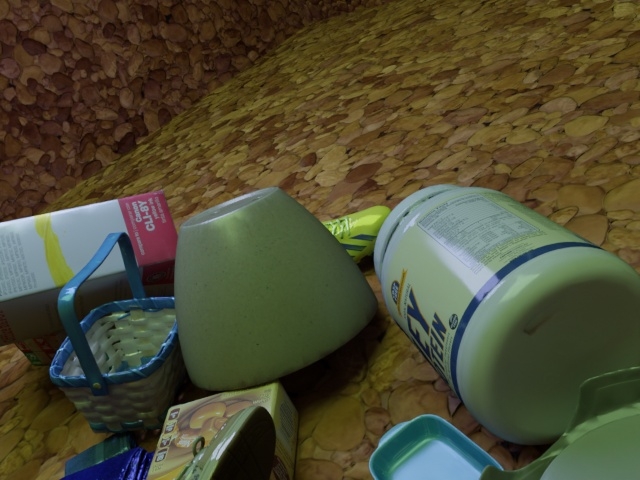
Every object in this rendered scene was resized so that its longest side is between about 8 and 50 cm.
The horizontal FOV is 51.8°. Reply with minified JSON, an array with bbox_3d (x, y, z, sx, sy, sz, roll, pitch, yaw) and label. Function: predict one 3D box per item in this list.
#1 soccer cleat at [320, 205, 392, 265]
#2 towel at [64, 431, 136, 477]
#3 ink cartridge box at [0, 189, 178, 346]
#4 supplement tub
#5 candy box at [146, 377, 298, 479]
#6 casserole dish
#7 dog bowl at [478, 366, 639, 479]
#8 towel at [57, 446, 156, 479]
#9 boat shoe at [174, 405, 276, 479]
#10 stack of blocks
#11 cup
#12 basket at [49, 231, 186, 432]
[{"bbox_3d":[0.000,0.001,1.241,0.289,0.121,0.093,-26,34,22],"label":"soccer cleat"},{"bbox_3d":[-0.358,0.358,1.077,0.120,0.029,0.067,-28,25,-4],"label":"towel"},{"bbox_3d":[-0.487,0.061,1.301,0.385,0.160,0.279,-15,-17,-24],"label":"ink cartridge box"},{"bbox_3d":[0.217,0.069,0.830,0.236,0.235,0.325,-30,27,-5],"label":"supplement tub"},{"bbox_3d":[-0.135,0.334,0.849,0.183,0.087,0.316,-19,28,14],"label":"candy box"},{"bbox_3d":[0.136,0.276,0.761,0.114,0.037,0.188,-35,29,-15],"label":"casserole dish"},{"bbox_3d":[0.308,0.263,0.555,0.349,0.102,0.348,-21,28,12],"label":"dog bowl"},{"bbox_3d":[-0.332,0.426,0.882,0.228,0.076,0.308,-21,28,12],"label":"towel"},{"bbox_3d":[-0.141,0.296,0.712,0.089,0.104,0.285,0,38,32],"label":"boat shoe"},{"bbox_3d":[-0.546,0.154,1.541,0.171,0.087,0.297,-8,33,33],"label":"stack of blocks"},{"bbox_3d":[-0.102,0.051,1.065,0.331,0.236,0.331,-20,12,4],"label":"cup"},{"bbox_3d":[-0.333,0.158,1.089,0.201,0.288,0.254,-3,23,7],"label":"basket"}]
